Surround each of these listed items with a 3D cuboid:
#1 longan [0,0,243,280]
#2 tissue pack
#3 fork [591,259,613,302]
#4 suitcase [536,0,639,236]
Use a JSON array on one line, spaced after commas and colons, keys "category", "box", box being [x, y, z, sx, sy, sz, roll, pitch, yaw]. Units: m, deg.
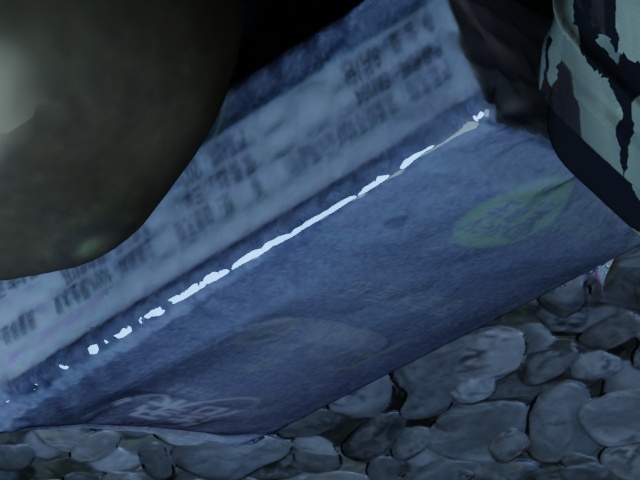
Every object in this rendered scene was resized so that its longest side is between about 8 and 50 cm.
[{"category": "longan", "box": [-0.162, -0.109, 0.877, 0.258, 0.258, 0.258, -1, 139, -1]}, {"category": "tissue pack", "box": [0.000, 0.000, 1.059, 0.394, 0.124, 0.288, -29, 155, 27]}, {"category": "fork", "box": [0.208, 0.004, 1.207, 0.012, 0.016, 0.115, -15, 143, -20]}, {"category": "suitcase", "box": [0.288, -0.105, 0.855, 0.351, 0.339, 0.194, -26, 142, -23]}]
